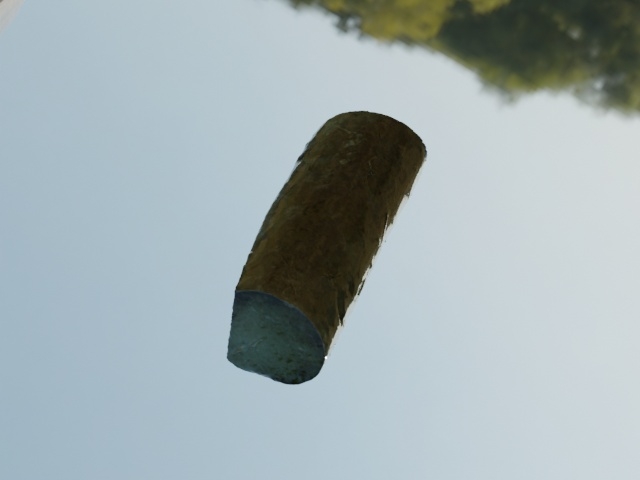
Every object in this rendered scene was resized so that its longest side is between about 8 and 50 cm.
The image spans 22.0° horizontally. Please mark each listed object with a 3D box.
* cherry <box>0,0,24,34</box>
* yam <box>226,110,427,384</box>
[{"bbox_3d":[-0.361,-0.164,0.987,0.291,0.326,0.335,45,-168,30],"label":"cherry"},{"bbox_3d":[0.000,0.000,0.892,0.068,0.068,0.169,31,-134,0],"label":"yam"}]
